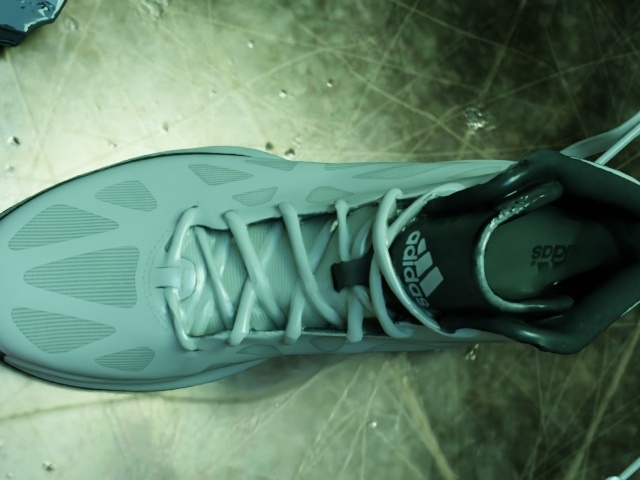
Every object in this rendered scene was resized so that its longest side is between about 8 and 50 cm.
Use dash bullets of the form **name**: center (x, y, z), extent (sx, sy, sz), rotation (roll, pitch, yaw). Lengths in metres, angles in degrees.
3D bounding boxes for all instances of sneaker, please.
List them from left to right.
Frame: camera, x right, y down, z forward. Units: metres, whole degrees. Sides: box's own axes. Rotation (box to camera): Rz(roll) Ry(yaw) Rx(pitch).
- **sneaker**: center (0.000, -0.001, 0.685), extent (0.448, 0.257, 0.169), rotation (-5, 84, -10)

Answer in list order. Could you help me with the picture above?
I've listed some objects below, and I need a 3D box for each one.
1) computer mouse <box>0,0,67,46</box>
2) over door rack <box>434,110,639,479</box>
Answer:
- **computer mouse**: center (-0.236, -0.129, 0.756), extent (0.071, 0.041, 0.242), rotation (34, 75, -18)
- **over door rack**: center (0.248, 0.045, 0.923), extent (0.324, 0.108, 0.239), rotation (-44, 99, -11)
